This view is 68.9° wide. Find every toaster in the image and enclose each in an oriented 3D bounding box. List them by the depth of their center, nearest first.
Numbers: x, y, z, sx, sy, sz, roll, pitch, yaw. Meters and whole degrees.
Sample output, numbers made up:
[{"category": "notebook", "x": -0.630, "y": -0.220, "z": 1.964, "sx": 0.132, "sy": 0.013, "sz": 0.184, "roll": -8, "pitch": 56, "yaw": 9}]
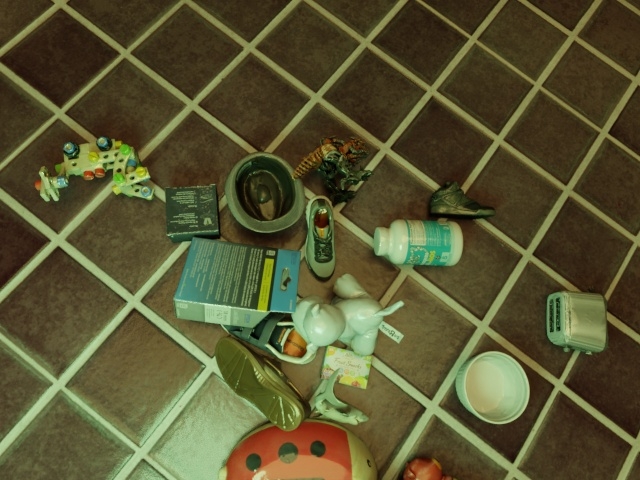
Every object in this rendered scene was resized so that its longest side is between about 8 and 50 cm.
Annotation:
[{"category": "toaster", "x": 0.830, "y": 0.250, "z": 1.513, "sx": 0.146, "sy": 0.129, "sz": 0.227, "roll": 8, "pitch": 76, "yaw": -2}]

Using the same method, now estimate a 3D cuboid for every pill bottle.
[{"category": "pill bottle", "x": 0.310, "y": 0.006, "z": 1.505, "sx": 0.263, "sy": 0.146, "sz": 0.146, "roll": 2, "pitch": 75, "yaw": -6}]

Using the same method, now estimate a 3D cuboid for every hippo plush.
[{"category": "hippo plush", "x": 0.051, "y": 0.249, "z": 1.330, "sx": 0.236, "sy": 0.294, "sz": 0.235, "roll": -14, "pitch": 114, "yaw": -29}]

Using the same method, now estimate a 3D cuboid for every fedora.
[{"category": "fedora", "x": -0.178, "y": -0.142, "z": 1.495, "sx": 0.243, "sy": 0.124, "sz": 0.276, "roll": -23, "pitch": 79, "yaw": -12}]

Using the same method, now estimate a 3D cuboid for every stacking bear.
[{"category": "stacking bear", "x": 0.363, "y": 0.736, "z": 1.316, "sx": 0.289, "sy": 0.175, "sz": 0.164, "roll": 40, "pitch": 92, "yaw": 14}]

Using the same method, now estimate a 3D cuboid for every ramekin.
[{"category": "ramekin", "x": 0.517, "y": 0.447, "z": 1.432, "sx": 0.207, "sy": 0.109, "sz": 0.207, "roll": 2, "pitch": 76, "yaw": -7}]

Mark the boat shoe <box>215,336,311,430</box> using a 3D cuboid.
[{"category": "boat shoe", "x": -0.165, "y": 0.403, "z": 1.366, "sx": 0.342, "sy": 0.123, "sz": 0.123, "roll": 34, "pitch": 106, "yaw": 22}]

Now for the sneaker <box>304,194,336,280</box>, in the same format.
[{"category": "sneaker", "x": 0.000, "y": 0.000, "z": 1.458, "sx": 0.100, "sy": 0.108, "sz": 0.272, "roll": -5, "pitch": 105, "yaw": -4}]

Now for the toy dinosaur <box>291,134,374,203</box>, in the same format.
[{"category": "toy dinosaur", "x": 0.043, "y": -0.243, "z": 1.536, "sx": 0.321, "sy": 0.164, "sz": 0.218, "roll": -30, "pitch": 76, "yaw": -15}]

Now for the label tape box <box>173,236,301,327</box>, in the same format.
[{"category": "label tape box", "x": -0.235, "y": 0.127, "z": 1.378, "sx": 0.333, "sy": 0.106, "sz": 0.241, "roll": 8, "pitch": 46, "yaw": -5}]

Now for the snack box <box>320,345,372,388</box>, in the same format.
[{"category": "snack box", "x": 0.078, "y": 0.388, "z": 1.430, "sx": 0.141, "sy": 0.037, "sz": 0.100, "roll": 14, "pitch": 73, "yaw": -3}]

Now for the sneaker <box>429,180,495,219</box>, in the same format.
[{"category": "sneaker", "x": 0.489, "y": -0.139, "z": 1.595, "sx": 0.227, "sy": 0.087, "sz": 0.130, "roll": 5, "pitch": 81, "yaw": 0}]

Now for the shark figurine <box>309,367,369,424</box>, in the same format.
[{"category": "shark figurine", "x": 0.029, "y": 0.444, "z": 1.336, "sx": 0.166, "sy": 0.278, "sz": 0.116, "roll": -5, "pitch": 54, "yaw": 19}]

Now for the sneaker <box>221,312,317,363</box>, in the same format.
[{"category": "sneaker", "x": -0.154, "y": 0.267, "z": 1.391, "sx": 0.321, "sy": 0.127, "sz": 0.126, "roll": 23, "pitch": 75, "yaw": 1}]

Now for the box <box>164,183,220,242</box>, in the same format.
[{"category": "box", "x": -0.400, "y": -0.084, "z": 1.469, "sx": 0.155, "sy": 0.093, "sz": 0.158, "roll": -5, "pitch": 75, "yaw": -8}]

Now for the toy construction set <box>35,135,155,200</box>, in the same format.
[{"category": "toy construction set", "x": -0.696, "y": -0.211, "z": 1.448, "sx": 0.327, "sy": 0.151, "sz": 0.215, "roll": -8, "pitch": 76, "yaw": -20}]

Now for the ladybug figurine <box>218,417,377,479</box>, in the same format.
[{"category": "ladybug figurine", "x": -0.055, "y": 0.653, "z": 1.279, "sx": 0.448, "sy": 0.162, "sz": 0.305, "roll": 1, "pitch": 75, "yaw": -7}]
